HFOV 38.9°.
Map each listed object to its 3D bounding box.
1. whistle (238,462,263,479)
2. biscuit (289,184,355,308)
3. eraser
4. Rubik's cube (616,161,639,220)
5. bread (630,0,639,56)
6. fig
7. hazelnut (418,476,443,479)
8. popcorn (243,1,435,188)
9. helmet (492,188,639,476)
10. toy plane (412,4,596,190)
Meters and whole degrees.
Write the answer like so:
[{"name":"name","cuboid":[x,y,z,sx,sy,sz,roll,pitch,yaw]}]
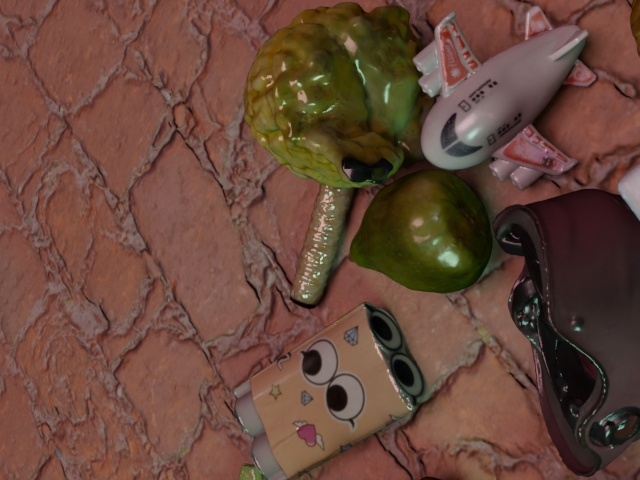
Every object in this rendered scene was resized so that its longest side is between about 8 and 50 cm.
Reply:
[{"name":"whistle","cuboid":[-0.112,0.470,1.434,0.105,0.085,0.227,-1,87,28]},{"name":"biscuit","cuboid":[0.000,0.000,1.386,0.055,0.061,0.219,28,104,53]},{"name":"eraser","cuboid":[0.008,0.235,1.353,0.291,0.087,0.171,-37,66,30]},{"name":"Rubik's cube","cuboid":[0.530,-0.019,0.824,0.319,0.322,0.315,-43,65,29]},{"name":"bread","cuboid":[0.409,-0.258,1.071,0.083,0.094,0.157,-14,87,32]},{"name":"fig","cuboid":[0.140,-0.013,1.240,0.233,0.167,0.167,-169,85,-74]},{"name":"hazelnut","cuboid":[0.129,0.418,1.210,0.204,0.178,0.178,-44,59,-7]},{"name":"popcorn","cuboid":[0.033,-0.195,1.261,0.237,0.293,0.292,118,137,-69]},{"name":"helmet","cuboid":[0.329,0.090,1.026,0.197,0.271,0.338,-19,116,2]},{"name":"toy plane","cuboid":[0.235,-0.185,1.160,0.252,0.118,0.252,1,100,4]}]
